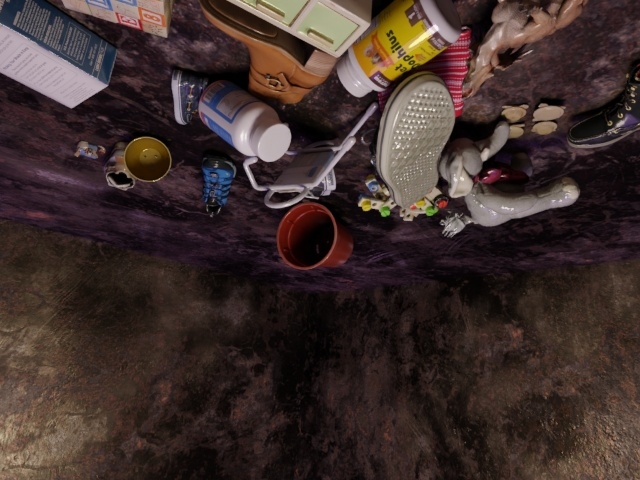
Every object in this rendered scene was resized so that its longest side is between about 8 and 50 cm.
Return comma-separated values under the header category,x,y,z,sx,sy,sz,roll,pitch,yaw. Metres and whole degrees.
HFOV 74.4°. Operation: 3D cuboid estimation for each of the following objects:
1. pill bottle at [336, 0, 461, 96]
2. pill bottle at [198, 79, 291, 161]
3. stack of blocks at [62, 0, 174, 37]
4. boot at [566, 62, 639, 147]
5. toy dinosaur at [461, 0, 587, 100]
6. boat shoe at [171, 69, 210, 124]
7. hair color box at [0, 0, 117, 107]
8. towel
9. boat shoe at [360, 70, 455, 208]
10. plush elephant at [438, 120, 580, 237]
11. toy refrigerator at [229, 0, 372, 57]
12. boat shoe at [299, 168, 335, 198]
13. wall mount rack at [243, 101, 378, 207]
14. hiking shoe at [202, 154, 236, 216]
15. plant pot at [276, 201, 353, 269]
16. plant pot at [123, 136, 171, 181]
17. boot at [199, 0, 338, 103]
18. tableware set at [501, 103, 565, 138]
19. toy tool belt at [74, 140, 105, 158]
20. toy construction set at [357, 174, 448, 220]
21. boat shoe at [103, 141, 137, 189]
category,x,y,z,sx,sy,sz,roll,pitch,yaw
pill bottle,0.133,-0.353,0.763,0.117,0.117,0.215,19,149,-38
pill bottle,-0.172,-0.271,0.970,0.221,0.124,0.124,41,-179,29
stack of blocks,-0.310,-0.428,0.613,0.171,0.087,0.297,11,177,-17
boot,0.654,-0.297,0.910,0.236,0.085,0.178,-15,153,33
toy dinosaur,0.360,-0.372,0.700,0.296,0.127,0.200,-17,163,22
boat shoe,-0.316,-0.342,1.048,0.083,0.065,0.183,9,161,-10
hair color box,-0.615,-0.415,0.829,0.174,0.105,0.347,-8,159,35
towel,0.222,-0.351,0.937,0.199,0.031,0.275,-1,162,14
boat shoe,0.190,-0.225,0.977,0.187,0.156,0.500,-33,162,3
plush elephant,0.423,-0.181,1.094,0.330,0.272,0.255,-28,118,16
toy refrigerator,-0.052,-0.416,0.695,0.269,0.094,0.102,14,160,-30
boat shoe,-0.022,-0.179,1.275,0.105,0.113,0.306,-10,-168,-3
wall mount rack,-0.013,-0.226,1.057,0.304,0.350,0.130,-2,127,26
hiking shoe,-0.351,-0.185,1.448,0.113,0.132,0.304,7,162,-8
plant pot,0.000,0.000,1.781,0.272,0.272,0.265,-4,169,26
plant pot,-0.536,-0.255,1.319,0.134,0.134,0.095,11,-172,-19
boot,-0.117,-0.379,0.854,0.283,0.109,0.220,5,168,-25
tableware set,0.518,-0.296,1.049,0.141,0.020,0.169,4,167,20
toy tool belt,-0.748,-0.285,1.370,0.083,0.051,0.052,14,161,-28
toy construction set,0.286,-0.139,1.398,0.215,0.151,0.328,-34,153,26
boat shoe,-0.688,-0.230,1.442,0.113,0.103,0.302,13,161,-25
